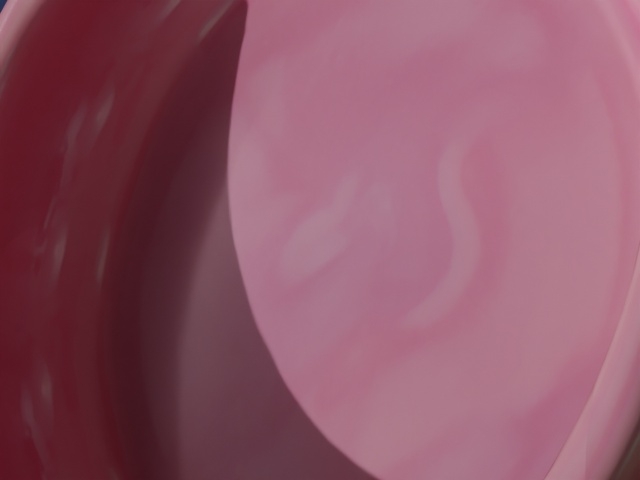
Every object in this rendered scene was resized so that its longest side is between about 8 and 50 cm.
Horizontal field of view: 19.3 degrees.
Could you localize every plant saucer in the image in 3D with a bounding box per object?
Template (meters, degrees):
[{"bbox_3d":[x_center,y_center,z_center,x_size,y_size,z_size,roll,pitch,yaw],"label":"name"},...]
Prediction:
[{"bbox_3d":[0.000,0.000,0.597,0.084,0.332,0.332,22,-113,-44],"label":"plant saucer"}]
